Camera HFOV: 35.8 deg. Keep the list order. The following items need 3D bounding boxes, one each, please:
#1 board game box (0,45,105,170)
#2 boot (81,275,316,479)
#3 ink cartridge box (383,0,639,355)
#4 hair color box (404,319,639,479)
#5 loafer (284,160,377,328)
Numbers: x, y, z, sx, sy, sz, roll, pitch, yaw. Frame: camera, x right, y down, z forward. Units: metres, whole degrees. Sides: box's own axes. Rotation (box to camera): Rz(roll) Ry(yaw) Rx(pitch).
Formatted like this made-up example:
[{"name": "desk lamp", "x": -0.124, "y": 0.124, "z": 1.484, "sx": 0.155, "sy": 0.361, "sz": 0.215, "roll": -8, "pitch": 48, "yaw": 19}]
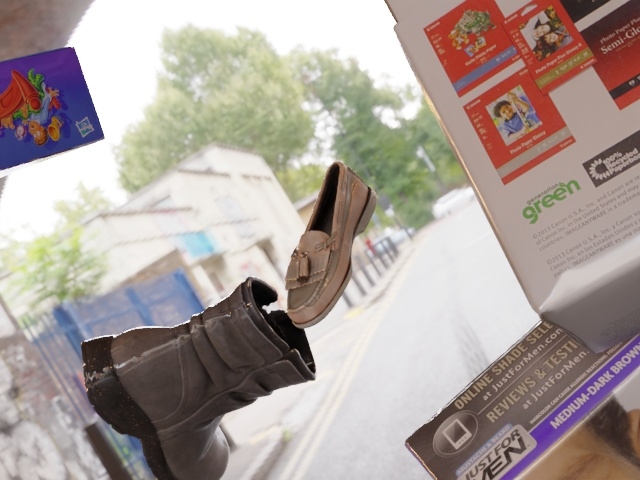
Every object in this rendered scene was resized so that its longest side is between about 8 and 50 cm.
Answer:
[{"name": "board game box", "x": -0.371, "y": -0.062, "z": 0.827, "sx": 0.233, "sy": 0.078, "sz": 0.347, "roll": -24, "pitch": 10, "yaw": -40}, {"name": "boot", "x": -0.102, "y": 0.178, "z": 1.123, "sx": 0.222, "sy": 0.118, "sz": 0.338, "roll": -20, "pitch": -31, "yaw": 4}, {"name": "ink cartridge box", "x": 0.215, "y": -0.133, "z": 0.557, "sx": 0.309, "sy": 0.272, "sz": 0.130, "roll": -31, "pitch": -28, "yaw": 18}, {"name": "hair color box", "x": 0.234, "y": 0.203, "z": 0.696, "sx": 0.185, "sy": 0.339, "sz": 0.110, "roll": -42, "pitch": 25, "yaw": -1}, {"name": "loafer", "x": 0.000, "y": 0.000, "z": 0.642, "sx": 0.045, "sy": 0.039, "sz": 0.125, "roll": -16, "pitch": 36, "yaw": 37}]
